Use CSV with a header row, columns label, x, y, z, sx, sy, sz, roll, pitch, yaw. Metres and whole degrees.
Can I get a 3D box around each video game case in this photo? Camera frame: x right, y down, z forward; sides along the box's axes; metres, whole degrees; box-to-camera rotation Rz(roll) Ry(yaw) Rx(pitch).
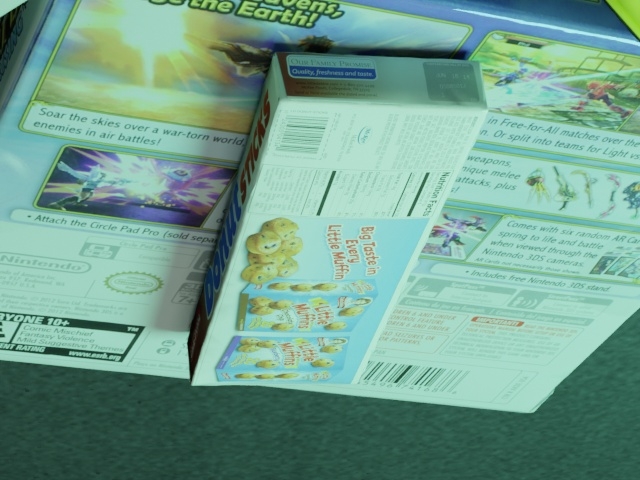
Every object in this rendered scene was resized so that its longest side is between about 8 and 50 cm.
label,x,y,z,sx,sy,sz,roll,pitch,yaw
video game case,0.009,-0.028,0.641,0.270,0.061,0.244,8,147,-22

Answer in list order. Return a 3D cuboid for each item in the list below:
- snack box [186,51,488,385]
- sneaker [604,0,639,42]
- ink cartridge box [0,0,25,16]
label,x,y,z,sx,sy,sz,roll,pitch,yaw
snack box,0.000,0.000,0.604,0.064,0.022,0.178,1,148,-14
sneaker,0.148,-0.079,0.483,0.123,0.109,0.295,-36,118,24
ink cartridge box,-0.094,-0.147,0.406,0.140,0.082,0.191,-25,143,28
